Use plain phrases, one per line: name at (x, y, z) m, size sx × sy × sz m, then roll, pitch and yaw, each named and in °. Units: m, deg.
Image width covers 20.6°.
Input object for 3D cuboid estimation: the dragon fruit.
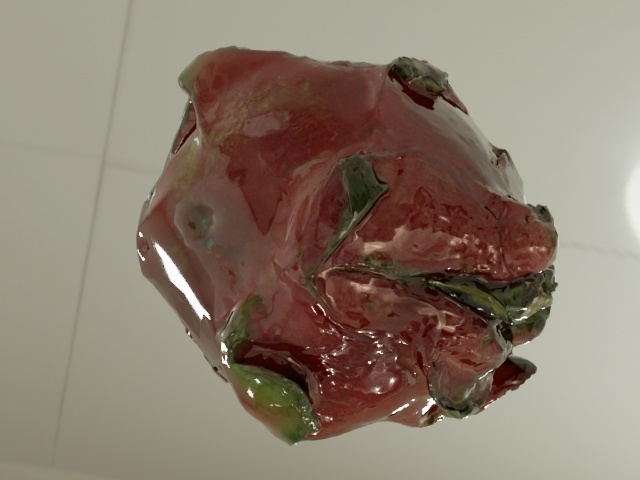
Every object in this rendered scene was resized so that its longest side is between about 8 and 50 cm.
dragon fruit at (0.019, 0.011, 0.837) m, size 0.200 × 0.269 × 0.198 m, roll 27°, pitch -103°, yaw 12°
